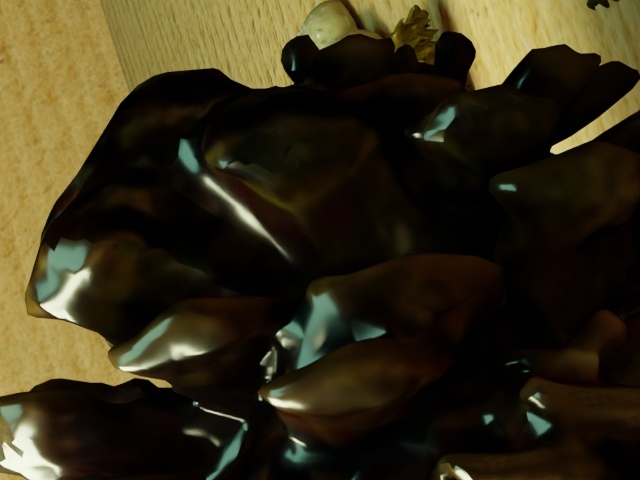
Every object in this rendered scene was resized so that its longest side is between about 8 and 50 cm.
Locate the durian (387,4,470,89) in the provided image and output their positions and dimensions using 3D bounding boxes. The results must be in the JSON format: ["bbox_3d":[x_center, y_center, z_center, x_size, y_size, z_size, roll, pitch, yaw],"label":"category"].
[{"bbox_3d":[0.000,0.000,1.268,0.166,0.172,0.306,67,150,30],"label":"durian"}]

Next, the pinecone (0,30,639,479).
[{"bbox_3d":[0.055,0.073,0.831,0.398,0.397,0.398,162,90,-77],"label":"pinecone"}]

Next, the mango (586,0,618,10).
[{"bbox_3d":[0.090,-0.197,0.824,0.187,0.138,0.257,55,173,-7],"label":"mango"}]

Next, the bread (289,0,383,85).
[{"bbox_3d":[0.038,-0.029,1.450,0.316,0.054,0.316,162,90,-79],"label":"bread"}]
